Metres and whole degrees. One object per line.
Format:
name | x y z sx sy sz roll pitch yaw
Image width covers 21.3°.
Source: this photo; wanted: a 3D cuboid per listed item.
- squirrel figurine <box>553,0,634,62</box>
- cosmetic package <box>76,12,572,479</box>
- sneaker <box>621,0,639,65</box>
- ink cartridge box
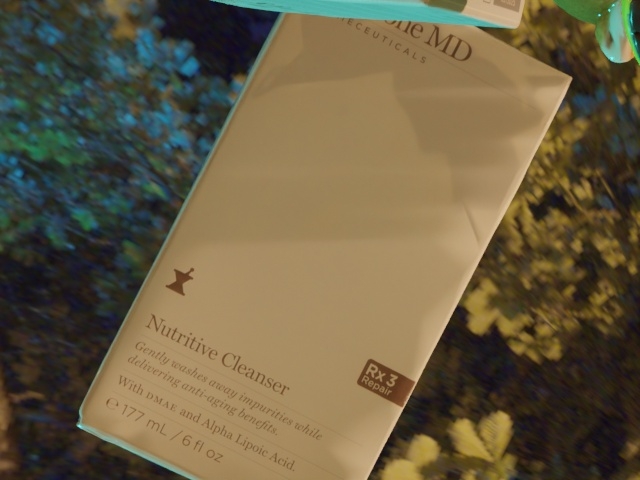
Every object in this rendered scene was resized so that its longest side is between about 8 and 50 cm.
squirrel figurine | 0.330 -0.306 1.399 0.397 0.370 0.281 12 -126 -5
cosmetic package | 0.000 0.000 1.275 0.217 0.156 0.385 25 -88 -5
sneaker | 0.218 -0.080 0.837 0.111 0.300 0.121 -18 -135 13
ink cartridge box | 0.005 -0.146 0.926 0.179 0.145 0.045 10 -84 24
